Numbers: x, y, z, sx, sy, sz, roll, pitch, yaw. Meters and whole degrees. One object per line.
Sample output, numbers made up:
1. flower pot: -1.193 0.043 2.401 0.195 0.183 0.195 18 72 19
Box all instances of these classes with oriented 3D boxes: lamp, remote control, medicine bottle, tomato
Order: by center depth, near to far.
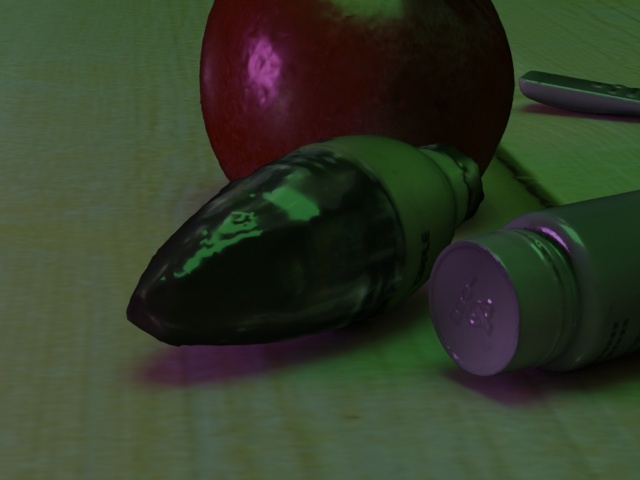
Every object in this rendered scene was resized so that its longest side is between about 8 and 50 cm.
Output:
1. medicine bottle: 0.122 0.022 0.766 0.130 0.080 0.080 -10 20 -34
2. lamp: 0.000 0.000 0.815 0.101 0.101 0.250 14 26 37
3. tomato: 0.023 -0.110 1.021 0.208 0.184 0.208 0 15 0
4. remote control: 0.261 -0.117 1.343 0.184 0.027 0.050 12 21 19
